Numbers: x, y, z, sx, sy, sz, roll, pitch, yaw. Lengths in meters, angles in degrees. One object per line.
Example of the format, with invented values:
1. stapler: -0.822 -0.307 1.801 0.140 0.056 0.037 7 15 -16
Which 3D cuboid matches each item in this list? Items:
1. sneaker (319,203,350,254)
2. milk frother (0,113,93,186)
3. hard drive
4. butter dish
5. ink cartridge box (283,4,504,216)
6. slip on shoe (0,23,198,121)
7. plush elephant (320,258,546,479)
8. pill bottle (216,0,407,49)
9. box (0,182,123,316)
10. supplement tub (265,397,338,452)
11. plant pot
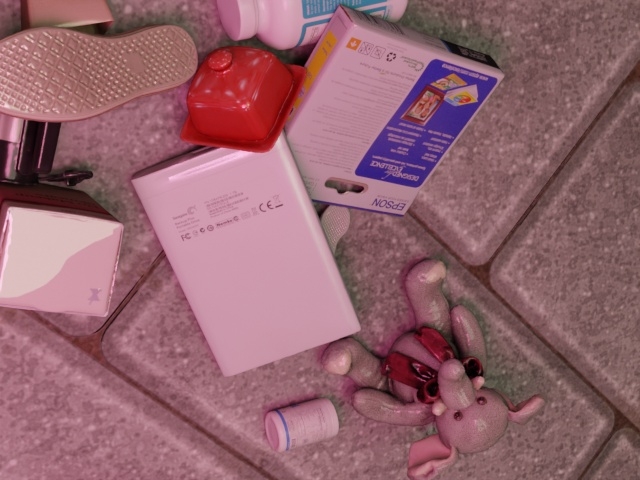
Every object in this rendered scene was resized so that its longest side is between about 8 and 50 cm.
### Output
1. sneaker: 0.000 0.000 1.584 0.051 0.070 0.134 33 57 -20
2. milk frother: -0.383 -0.144 1.342 0.143 0.129 0.135 -10 113 -69
3. hard drive: -0.106 0.020 1.484 0.233 0.047 0.353 -20 111 6
4. butter dish: -0.122 -0.218 1.371 0.160 0.160 0.118 -67 153 -26
5. ink cartridge box: 0.084 -0.186 1.515 0.303 0.072 0.307 9 131 -36
6. slip on shoe: -0.310 -0.221 1.288 0.331 0.101 0.123 -23 102 -47
7. plush elephant: 0.205 0.247 1.618 0.272 0.255 0.330 -36 115 -15
8. pill bottle: -0.014 -0.363 1.431 0.264 0.146 0.146 -17 109 -22
9. box: -0.367 0.003 1.294 0.148 0.232 0.127 9 99 -28
10. supplement tub: -0.032 0.305 1.621 0.107 0.071 0.071 -11 107 -24
11. plant pot: -0.348 -0.318 1.305 0.109 0.109 0.096 -15 93 -22
